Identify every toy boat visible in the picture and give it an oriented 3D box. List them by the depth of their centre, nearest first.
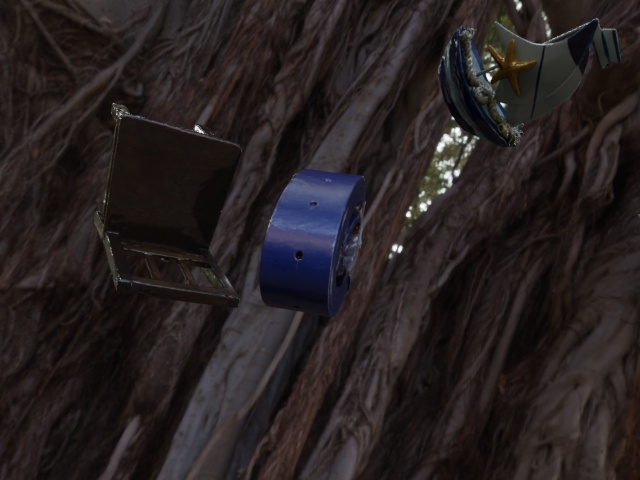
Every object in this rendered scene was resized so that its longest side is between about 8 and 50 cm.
[{"bbox_3d":[0.329,-0.266,0.940,0.291,0.067,0.220,-14,-72,49],"label":"toy boat"}]

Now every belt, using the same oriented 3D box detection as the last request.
[{"bbox_3d":[0.000,0.000,1.004,0.117,0.347,0.212,7,-67,10],"label":"belt"}]

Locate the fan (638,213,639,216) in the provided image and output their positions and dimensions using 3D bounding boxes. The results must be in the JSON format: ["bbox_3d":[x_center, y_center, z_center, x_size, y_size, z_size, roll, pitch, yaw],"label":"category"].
[{"bbox_3d":[0.466,-0.028,0.727,0.240,0.009,0.131,-11,16,-44],"label":"fan"}]

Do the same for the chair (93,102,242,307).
[{"bbox_3d":[-0.250,-0.080,0.987,0.203,0.240,0.416,12,9,-28],"label":"chair"}]
